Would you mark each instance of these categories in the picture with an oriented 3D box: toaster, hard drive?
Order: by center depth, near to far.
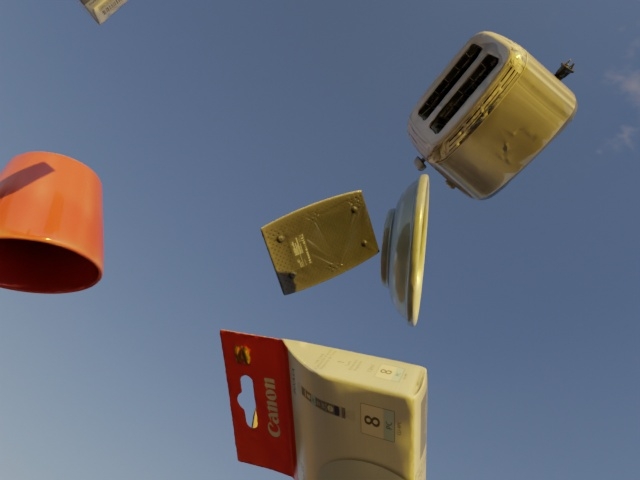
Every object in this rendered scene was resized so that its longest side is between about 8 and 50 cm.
[{"bbox_3d":[0.231,-0.173,0.561,0.146,0.129,0.227,20,-56,-32],"label":"toaster"},{"bbox_3d":[0.000,0.000,0.916,0.054,0.254,0.172,8,-62,66],"label":"hard drive"}]

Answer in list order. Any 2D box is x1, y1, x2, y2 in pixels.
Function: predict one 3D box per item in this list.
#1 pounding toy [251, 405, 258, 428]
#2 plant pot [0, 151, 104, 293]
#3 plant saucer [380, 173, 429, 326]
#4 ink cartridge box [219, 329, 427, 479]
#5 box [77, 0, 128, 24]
[{"bbox_3d":[-0.139,0.510,1.143,0.100,0.141,0.130,10,-42,-7],"label":"pounding toy"},{"bbox_3d":[-0.611,-0.043,0.906,0.274,0.243,0.275,-4,-29,-2],"label":"plant pot"},{"bbox_3d":[0.226,0.023,1.093,0.100,0.400,0.401,5,-62,16],"label":"plant saucer"},{"bbox_3d":[-0.021,0.329,0.682,0.384,0.091,0.309,4,-73,25],"label":"ink cartridge box"},{"bbox_3d":[-0.287,-0.394,0.527,0.038,0.186,0.145,43,-96,1],"label":"box"}]
